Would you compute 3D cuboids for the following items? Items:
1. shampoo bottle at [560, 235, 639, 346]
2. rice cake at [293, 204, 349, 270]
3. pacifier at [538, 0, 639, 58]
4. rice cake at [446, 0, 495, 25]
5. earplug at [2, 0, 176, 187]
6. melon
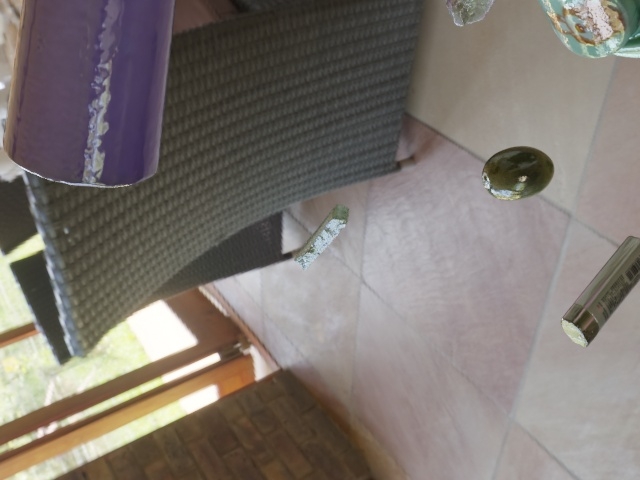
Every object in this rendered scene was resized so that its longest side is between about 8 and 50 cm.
[{"bbox_3d":[0.557,0.098,1.367,0.086,0.227,0.056,51,165,-32],"label":"shampoo bottle"},{"bbox_3d":[0.000,0.000,1.176,0.030,0.042,0.180,25,145,-11],"label":"rice cake"},{"bbox_3d":[0.463,-0.432,1.077,0.288,0.269,0.343,28,174,45],"label":"pacifier"},{"bbox_3d":[0.230,-0.382,0.776,0.298,0.050,0.106,-58,17,34],"label":"rice cake"},{"bbox_3d":[-0.285,-0.311,0.924,0.215,0.215,0.455,42,126,41],"label":"earplug"},{"bbox_3d":[0.351,-0.119,1.252,0.098,0.131,0.097,173,90,-79],"label":"melon"}]
